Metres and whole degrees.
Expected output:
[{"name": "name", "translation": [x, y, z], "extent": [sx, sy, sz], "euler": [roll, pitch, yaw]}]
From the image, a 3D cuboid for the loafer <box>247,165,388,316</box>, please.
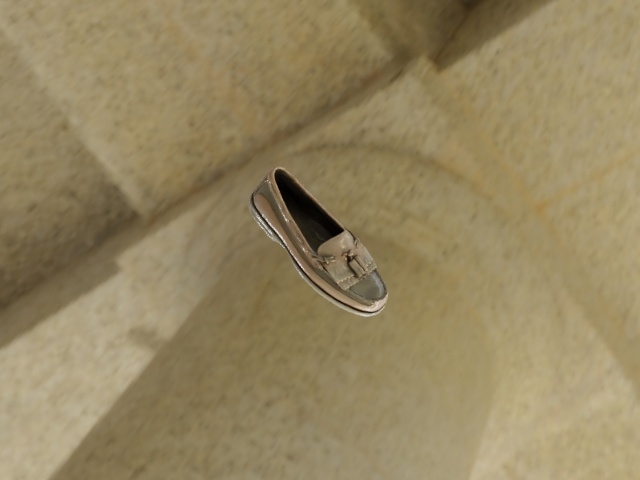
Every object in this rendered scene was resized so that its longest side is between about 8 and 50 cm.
[{"name": "loafer", "translation": [0.000, 0.000, 1.292], "extent": [0.125, 0.045, 0.039], "euler": [44, -40, 15]}]
